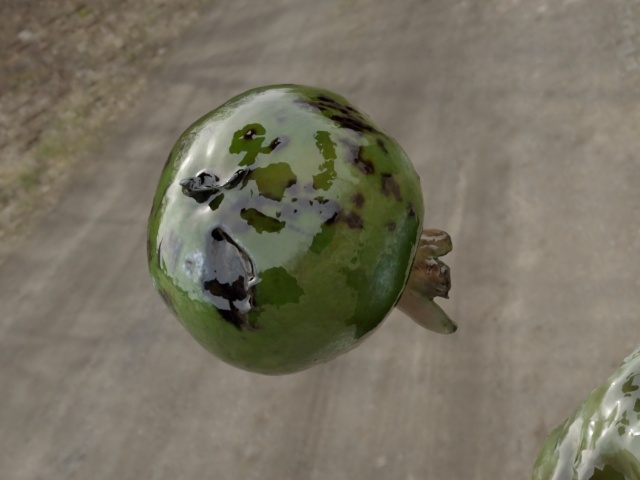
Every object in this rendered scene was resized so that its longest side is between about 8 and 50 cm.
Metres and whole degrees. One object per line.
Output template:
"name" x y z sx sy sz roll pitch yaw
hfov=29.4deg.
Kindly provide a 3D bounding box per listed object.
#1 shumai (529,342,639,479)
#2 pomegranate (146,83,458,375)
"shumai" 0.281 0.179 0.584 0.398 0.324 0.323 -12 -1 16
"pomegranate" 0.000 0.000 0.518 0.122 0.162 0.122 -28 52 44
